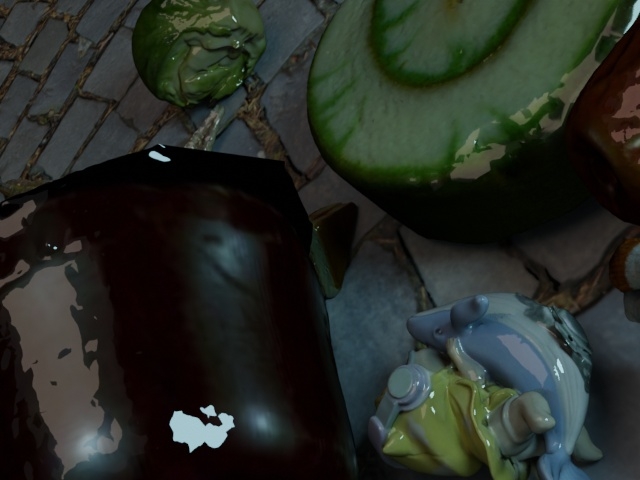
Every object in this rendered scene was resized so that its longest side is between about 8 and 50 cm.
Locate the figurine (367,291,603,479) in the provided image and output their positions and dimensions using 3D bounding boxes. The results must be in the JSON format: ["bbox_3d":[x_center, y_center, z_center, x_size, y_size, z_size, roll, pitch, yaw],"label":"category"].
[{"bbox_3d":[0.126,0.124,0.704,0.184,0.128,0.208,-47,46,12],"label":"figurine"}]

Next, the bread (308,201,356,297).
[{"bbox_3d":[0.000,0.000,0.952,0.043,0.062,0.108,-10,61,38],"label":"bread"}]

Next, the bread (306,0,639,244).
[{"bbox_3d":[0.158,-0.179,0.872,0.382,0.129,0.366,7,70,47],"label":"bread"}]

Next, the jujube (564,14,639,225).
[{"bbox_3d":[0.297,-0.111,0.641,0.255,0.190,0.190,-32,43,0],"label":"jujube"}]

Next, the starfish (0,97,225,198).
[{"bbox_3d":[-0.281,-0.010,1.175,0.384,0.132,0.398,-25,34,19],"label":"starfish"}]

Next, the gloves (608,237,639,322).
[{"bbox_3d":[0.274,0.070,0.582,0.219,0.131,0.140,32,119,21],"label":"gloves"}]

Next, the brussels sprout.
[{"bbox_3d":[-0.163,-0.266,1.226,0.183,0.131,0.145,-36,49,17],"label":"brussels sprout"}]

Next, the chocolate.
[{"bbox_3d":[-0.119,0.157,0.774,0.384,0.384,0.331,-42,58,14],"label":"chocolate"}]
